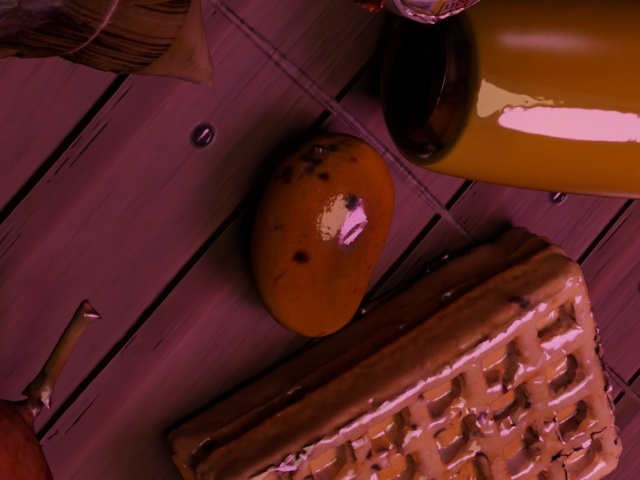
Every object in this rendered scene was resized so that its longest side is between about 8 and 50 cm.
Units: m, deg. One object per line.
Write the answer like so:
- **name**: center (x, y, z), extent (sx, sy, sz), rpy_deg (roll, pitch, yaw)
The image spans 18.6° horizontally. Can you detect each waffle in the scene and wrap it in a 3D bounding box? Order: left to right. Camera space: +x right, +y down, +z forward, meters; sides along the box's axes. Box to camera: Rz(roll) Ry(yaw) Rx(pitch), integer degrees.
- **waffle**: center (0.073, 0.182, 1.684), extent (0.376, 0.114, 0.261), rpy_deg (-31, 131, -15)

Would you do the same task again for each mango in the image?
- **mango**: center (-0.002, -0.001, 1.545), extent (0.115, 0.090, 0.178), rpy_deg (-7, 127, -39)

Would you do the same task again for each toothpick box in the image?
- **toothpick box**: center (0.183, -0.122, 1.542), extent (0.271, 0.175, 0.175), rpy_deg (2, 115, -31)

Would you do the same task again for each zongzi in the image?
- **zongzi**: center (-0.102, -0.229, 1.303), extent (0.300, 0.145, 0.274), rpy_deg (14, 128, -48)

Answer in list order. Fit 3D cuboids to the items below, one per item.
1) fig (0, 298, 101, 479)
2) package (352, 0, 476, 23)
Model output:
- **fig**: center (-0.265, 0.175, 1.434), extent (0.249, 0.186, 0.204), rpy_deg (-51, 125, -43)
- **package**: center (0.113, -0.238, 1.404), extent (0.288, 0.223, 0.108), rpy_deg (-28, 111, -13)
